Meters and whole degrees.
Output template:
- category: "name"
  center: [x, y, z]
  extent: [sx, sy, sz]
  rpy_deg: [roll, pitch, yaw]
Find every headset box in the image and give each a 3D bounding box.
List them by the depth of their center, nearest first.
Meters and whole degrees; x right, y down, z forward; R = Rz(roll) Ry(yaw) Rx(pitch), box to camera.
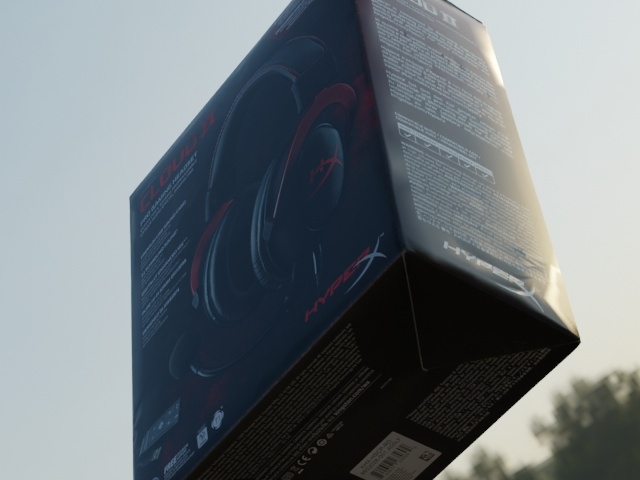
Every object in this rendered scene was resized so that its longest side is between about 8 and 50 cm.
- category: "headset box"
  center: [0.000, 0.000, 0.901]
  extent: [0.110, 0.293, 0.218]
  rpy_deg: [27, -57, -26]
